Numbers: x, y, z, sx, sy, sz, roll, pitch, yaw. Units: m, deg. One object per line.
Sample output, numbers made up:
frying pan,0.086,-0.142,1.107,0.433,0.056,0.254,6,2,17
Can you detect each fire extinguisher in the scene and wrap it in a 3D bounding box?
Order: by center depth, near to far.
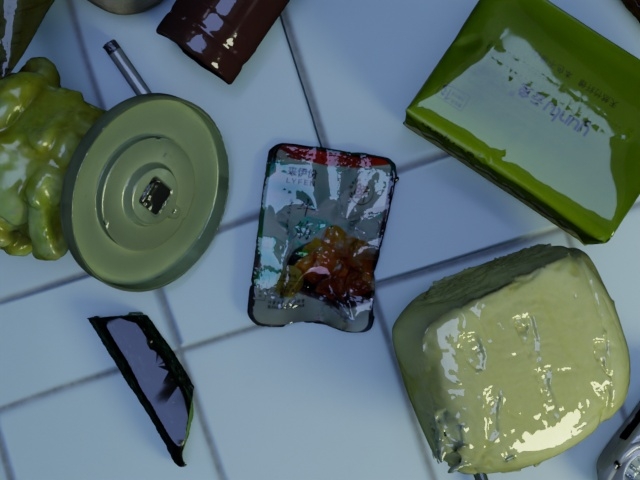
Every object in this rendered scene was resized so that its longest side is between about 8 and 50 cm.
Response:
fire extinguisher,-0.064,-0.361,1.460,0.135,0.114,0.337,35,89,37

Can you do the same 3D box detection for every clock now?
clock,-0.199,-0.055,1.404,0.029,0.235,0.235,22,88,40
clock,0.416,0.258,1.436,0.117,0.080,0.176,38,87,2

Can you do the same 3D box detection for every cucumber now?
cucumber,-0.201,0.170,1.476,0.070,0.046,0.220,-32,87,-8

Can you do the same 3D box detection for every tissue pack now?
tissue pack,0.263,-0.149,1.412,0.274,0.167,0.200,34,89,3

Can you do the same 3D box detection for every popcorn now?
popcorn,-0.353,-0.091,1.418,0.256,0.195,0.255,-17,82,19

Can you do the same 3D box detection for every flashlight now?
flashlight,-0.241,-0.213,1.502,0.018,0.018,0.083,-35,87,2

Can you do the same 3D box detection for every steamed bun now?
steamed bun,0.214,0.141,1.403,0.272,0.166,0.232,-26,97,-12

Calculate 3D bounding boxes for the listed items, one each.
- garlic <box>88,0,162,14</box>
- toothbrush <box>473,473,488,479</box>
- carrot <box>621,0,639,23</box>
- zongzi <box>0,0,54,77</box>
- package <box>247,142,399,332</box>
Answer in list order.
garlic,-0.217,-0.364,1.478,0.128,0.090,0.198,42,93,17
toothbrush,0.171,0.223,1.470,0.030,0.030,0.297,-24,85,19
carrot,0.396,-0.313,1.466,0.070,0.070,0.260,-39,87,0
zongzi,-0.282,-0.389,1.407,0.322,0.160,0.361,-21,68,5
package,0.000,0.000,1.478,0.166,0.040,0.232,10,87,3
